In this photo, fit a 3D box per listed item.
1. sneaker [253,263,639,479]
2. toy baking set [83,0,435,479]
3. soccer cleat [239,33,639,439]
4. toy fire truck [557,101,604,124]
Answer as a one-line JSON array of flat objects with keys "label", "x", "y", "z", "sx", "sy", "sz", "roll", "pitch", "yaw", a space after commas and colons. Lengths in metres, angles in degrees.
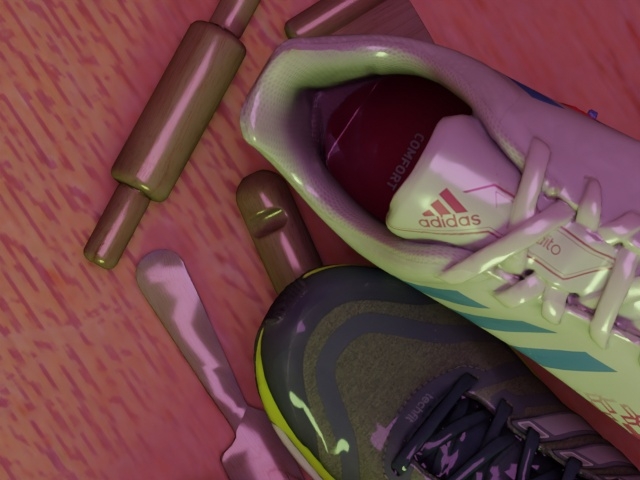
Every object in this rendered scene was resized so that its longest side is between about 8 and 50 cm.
[{"label": "sneaker", "x": 0.100, "y": 0.115, "z": 0.869, "sx": 0.300, "sy": 0.121, "sz": 0.111, "roll": 39, "pitch": 79, "yaw": -11}, {"label": "toy baking set", "x": -0.005, "y": -0.005, "z": 0.924, "sx": 0.196, "sy": 0.030, "sz": 0.256, "roll": 33, "pitch": 82, "yaw": -4}, {"label": "soccer cleat", "x": 0.107, "y": 0.011, "z": 0.791, "sx": 0.331, "sy": 0.143, "sz": 0.116, "roll": 27, "pitch": 96, "yaw": 27}, {"label": "toy fire truck", "x": 0.179, "y": -0.028, "z": 0.935, "sx": 0.192, "sy": 0.047, "sz": 0.135, "roll": 31, "pitch": 80, "yaw": -7}]
